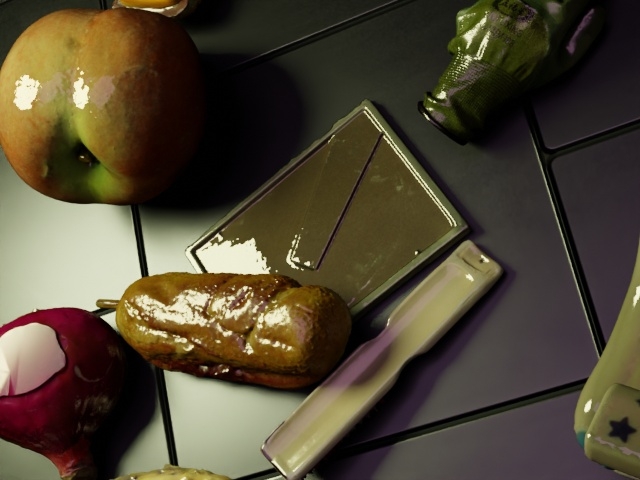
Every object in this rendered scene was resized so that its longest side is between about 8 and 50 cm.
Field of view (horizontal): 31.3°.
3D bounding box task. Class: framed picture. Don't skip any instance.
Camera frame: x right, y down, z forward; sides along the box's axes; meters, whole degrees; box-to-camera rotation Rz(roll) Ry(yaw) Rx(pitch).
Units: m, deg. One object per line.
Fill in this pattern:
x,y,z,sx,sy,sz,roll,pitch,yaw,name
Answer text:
0.000,0.000,1.309,0.289,0.016,0.213,-40,63,8,framed picture

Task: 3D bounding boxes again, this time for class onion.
-0.316,0.188,1.330,0.195,0.140,0.218,-20,71,9,onion

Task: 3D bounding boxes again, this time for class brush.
0.070,0.133,1.226,0.321,0.050,0.060,-45,60,-4,brush

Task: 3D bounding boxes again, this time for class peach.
-0.254,-0.164,1.353,0.252,0.252,0.253,-7,72,21,peach

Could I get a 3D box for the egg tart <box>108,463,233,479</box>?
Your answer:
-0.157,0.375,1.148,0.351,0.150,0.352,-2,57,3,egg tart

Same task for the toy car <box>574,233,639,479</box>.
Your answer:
0.372,0.070,1.009,0.242,0.226,0.336,18,83,27,toy car

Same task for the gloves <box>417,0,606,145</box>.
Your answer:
0.215,-0.220,1.241,0.135,0.107,0.268,39,89,-3,gloves

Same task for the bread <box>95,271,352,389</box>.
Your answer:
-0.124,0.089,1.277,0.344,0.084,0.124,5,74,30,bread

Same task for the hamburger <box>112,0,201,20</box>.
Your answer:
-0.191,-0.352,1.460,0.137,0.087,0.166,9,79,25,hamburger
